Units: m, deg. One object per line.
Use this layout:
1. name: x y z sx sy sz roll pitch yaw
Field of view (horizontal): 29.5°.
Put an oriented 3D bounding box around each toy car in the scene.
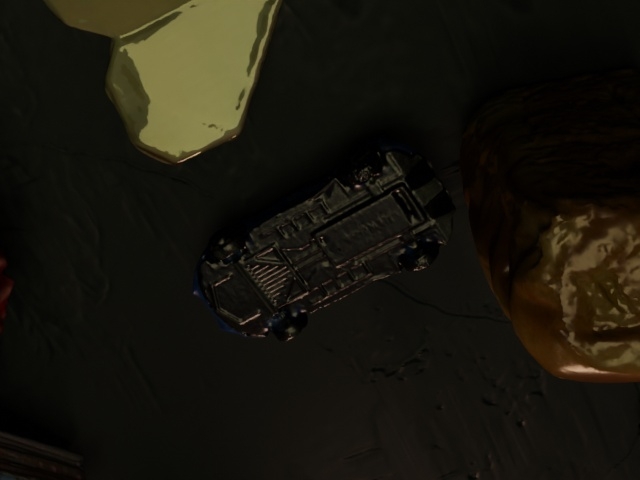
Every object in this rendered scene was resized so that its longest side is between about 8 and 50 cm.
1. toy car: 0.000 0.000 0.934 0.216 0.063 0.103 -28 112 19

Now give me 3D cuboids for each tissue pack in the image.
1. tissue pack: -0.285 0.211 1.003 0.155 0.065 0.115 26 117 -40

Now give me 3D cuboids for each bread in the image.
1. bread: 0.182 -0.019 0.800 0.166 0.294 0.132 -15 110 4

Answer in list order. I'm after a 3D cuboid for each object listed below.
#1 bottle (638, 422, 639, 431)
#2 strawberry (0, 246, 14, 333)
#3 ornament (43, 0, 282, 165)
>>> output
1. bottle: 0.342 0.124 0.998 0.164 0.060 0.060 -42 109 17
2. strawberry: -0.392 0.058 0.803 0.317 0.345 0.295 39 111 -17
3. ornament: -0.093 -0.168 0.860 0.180 0.059 0.201 -24 116 9
